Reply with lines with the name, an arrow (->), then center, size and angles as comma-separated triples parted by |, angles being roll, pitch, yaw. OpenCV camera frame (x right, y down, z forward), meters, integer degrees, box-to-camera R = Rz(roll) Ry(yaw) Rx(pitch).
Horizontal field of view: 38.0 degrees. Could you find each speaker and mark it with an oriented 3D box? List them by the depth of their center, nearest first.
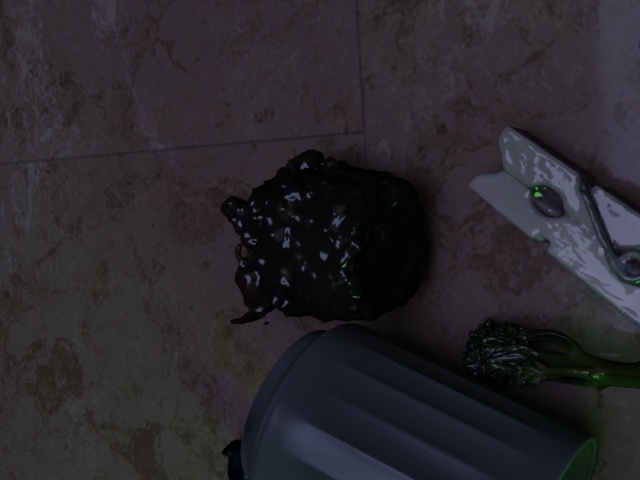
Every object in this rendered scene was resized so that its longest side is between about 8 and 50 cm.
speaker -> -0.090, 0.299, 1.230 | 0.094, 0.075, 0.060 | -2, 86, 57

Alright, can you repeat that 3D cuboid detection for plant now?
plant -> 0.000, 0.000, 1.080 | 0.234, 0.178, 0.204 | 6, 110, 43

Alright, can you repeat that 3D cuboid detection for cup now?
cup -> 0.102, 0.277, 1.032 | 0.327, 0.237, 0.323 | 22, 137, 28

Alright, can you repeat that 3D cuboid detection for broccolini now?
broccolini -> 0.278, 0.128, 0.892 | 0.079, 0.074, 0.392 | 56, 154, -17

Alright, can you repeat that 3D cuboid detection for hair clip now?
hair clip -> 0.299, 0.006, 0.939 | 0.331, 0.085, 0.101 | 41, 113, 24
